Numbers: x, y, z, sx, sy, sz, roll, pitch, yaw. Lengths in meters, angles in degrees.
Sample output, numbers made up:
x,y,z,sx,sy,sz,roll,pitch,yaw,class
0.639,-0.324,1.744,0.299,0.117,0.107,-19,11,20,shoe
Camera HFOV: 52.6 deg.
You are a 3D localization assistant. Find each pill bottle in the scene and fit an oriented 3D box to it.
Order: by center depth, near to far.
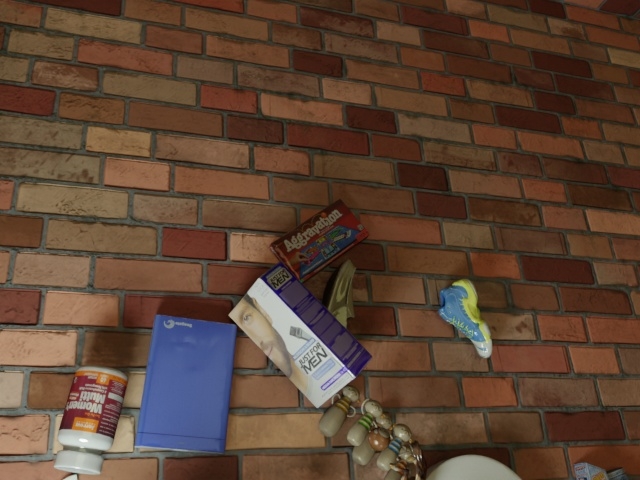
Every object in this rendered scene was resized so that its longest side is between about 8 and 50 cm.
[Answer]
x,y,z,sx,sy,sz,roll,pitch,yaw,class
-0.516,0.402,1.456,0.121,0.121,0.221,14,62,-13,pill bottle

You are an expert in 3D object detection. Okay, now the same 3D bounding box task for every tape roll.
x,y,z,sx,sy,sz,roll,pitch,yaw,class
0.396,0.748,1.648,0.391,0.072,0.392,8,63,-17,tape roll

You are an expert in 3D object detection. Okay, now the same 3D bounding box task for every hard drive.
x,y,z,sx,sy,sz,roll,pitch,yaw,class
-0.325,0.351,1.596,0.210,0.040,0.319,10,63,-15,hard drive

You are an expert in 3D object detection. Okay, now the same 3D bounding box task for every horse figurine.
x,y,z,sx,sy,sz,roll,pitch,yaw,class
0.188,0.618,1.562,0.263,0.066,0.174,-46,127,-21,horse figurine

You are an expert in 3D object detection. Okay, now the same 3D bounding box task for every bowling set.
x,y,z,sx,sy,sz,roll,pitch,yaw,class
0.158,0.482,1.623,0.287,0.200,0.154,42,58,-1,bowling set

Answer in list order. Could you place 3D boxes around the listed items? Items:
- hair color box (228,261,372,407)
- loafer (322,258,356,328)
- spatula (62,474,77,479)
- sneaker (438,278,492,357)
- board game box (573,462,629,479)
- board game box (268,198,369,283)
x,y,z,sx,sy,sz,roll,pitch,yaw,class
-0.055,0.242,1.650,0.339,0.185,0.110,46,39,6,hair color box
0.053,0.182,1.785,0.092,0.102,0.269,23,69,-10,loafer
-0.591,0.642,1.378,0.168,0.019,0.242,-5,68,-28,spatula
0.416,0.237,1.905,0.126,0.091,0.240,-13,70,-5,sneaker
0.804,0.710,1.820,0.194,0.060,0.194,-9,70,-23,board game box
0.000,0.000,1.889,0.281,0.027,0.145,-35,79,-29,board game box
